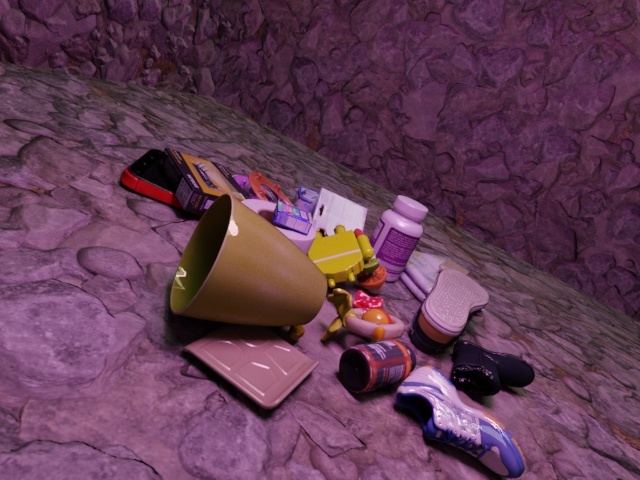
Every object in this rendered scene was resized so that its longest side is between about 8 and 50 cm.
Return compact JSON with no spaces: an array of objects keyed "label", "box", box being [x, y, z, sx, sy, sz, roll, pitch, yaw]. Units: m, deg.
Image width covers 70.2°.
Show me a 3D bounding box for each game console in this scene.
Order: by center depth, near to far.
[{"label":"game console","box":[-0.514,-0.208,1.668,0.341,0.060,0.387,26,20,-15]}]

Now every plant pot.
[{"label":"plant pot","box":[-0.141,0.082,1.030,0.293,0.275,0.275,27,17,-27]}]

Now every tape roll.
[{"label":"tape roll","box":[-0.155,0.006,1.362,0.246,0.169,0.246,21,21,-8]}]

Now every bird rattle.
[{"label":"bird rattle","box":[0.123,0.218,1.205,0.206,0.143,0.253,18,1,39]}]

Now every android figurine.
[{"label":"android figurine","box":[0.046,0.050,1.469,0.248,0.056,0.273,-16,36,-1]}]

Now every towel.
[{"label":"towel","box":[0.457,0.148,1.844,0.320,0.090,0.374,15,22,-28]},{"label":"towel","box":[0.541,0.120,1.846,0.110,0.027,0.148,33,21,19]}]

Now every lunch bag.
[{"label":"lunch bag","box":[0.013,-0.139,2.016,0.303,0.115,0.243,23,18,-9]}]

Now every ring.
[{"label":"ring","box":[-0.145,-0.137,1.733,0.336,0.032,0.337,46,13,-13]}]

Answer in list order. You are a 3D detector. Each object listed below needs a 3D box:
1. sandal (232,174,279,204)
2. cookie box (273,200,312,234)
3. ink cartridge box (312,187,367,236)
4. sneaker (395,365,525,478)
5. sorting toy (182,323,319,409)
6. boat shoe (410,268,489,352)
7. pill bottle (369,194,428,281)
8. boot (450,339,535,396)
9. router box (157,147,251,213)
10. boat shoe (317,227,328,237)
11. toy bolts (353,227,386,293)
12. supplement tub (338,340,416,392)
[{"label":"sandal","box":[-0.239,-0.185,1.838,0.169,0.102,0.416,10,27,-37]},{"label":"cookie box","box":[-0.081,-0.067,1.322,0.107,0.040,0.092,21,19,-14]},{"label":"ink cartridge box","box":[0.070,-0.080,1.842,0.223,0.045,0.223,25,56,-14]},{"label":"sneaker","box":[0.291,0.414,0.994,0.131,0.112,0.296,-20,44,-39]},{"label":"sorting toy","box":[-0.122,0.243,1.006,0.229,0.041,0.307,27,19,18]},{"label":"boat shoe","box":[0.422,0.222,1.498,0.186,0.156,0.500,38,28,17]},{"label":"pill bottle","box":[0.280,-0.009,1.714,0.169,0.302,0.169,22,20,-8]},{"label":"boot","box":[0.484,0.380,1.275,0.246,0.094,0.207,22,15,11]},{"label":"router box","box":[-0.398,-0.192,1.584,0.242,0.081,0.309,12,26,-44]},{"label":"boat shoe","box":[0.005,0.004,1.661,0.257,0.095,0.095,3,29,-46]},{"label":"toy bolts","box":[0.107,0.094,1.578,0.218,0.159,0.229,-17,36,3]},{"label":"supplement tub","box":[0.144,0.294,1.081,0.197,0.106,0.106,5,28,-43]}]
